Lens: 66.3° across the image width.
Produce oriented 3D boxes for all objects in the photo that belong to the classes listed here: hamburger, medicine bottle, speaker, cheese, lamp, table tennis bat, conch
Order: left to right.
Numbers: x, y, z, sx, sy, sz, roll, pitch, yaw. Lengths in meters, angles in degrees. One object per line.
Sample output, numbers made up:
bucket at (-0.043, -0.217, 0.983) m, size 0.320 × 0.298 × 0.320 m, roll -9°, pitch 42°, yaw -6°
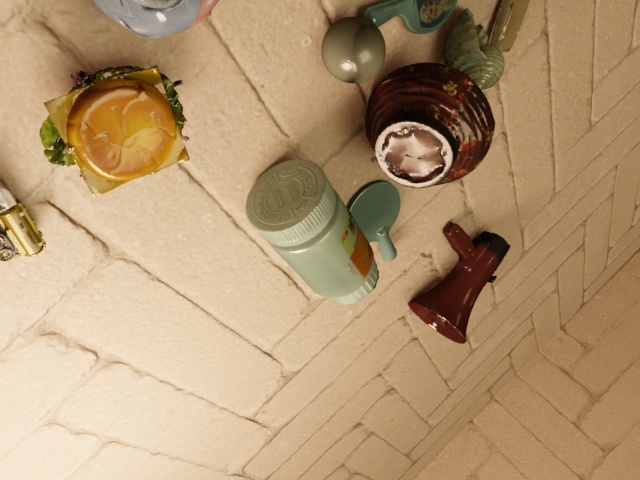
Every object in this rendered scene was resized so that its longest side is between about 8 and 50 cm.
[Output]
hamburger at (-0.268, -0.152, 0.648) m, size 0.190 × 0.093 × 0.164 m, roll -20°, pitch 131°, yaw -30°
medicine bottle at (0.000, 0.000, 0.956) m, size 0.158 × 0.158 × 0.318 m, roll -43°, pitch 140°, yaw -5°
lamp at (0.054, -0.308, 0.797) m, size 0.105 × 0.105 × 0.105 m, roll -23°, pitch 134°, yaw -26°
table tennis bat at (0.135, -0.035, 1.142) m, size 0.153 × 0.040 × 0.244 m, roll -38°, pitch 135°, yaw -10°
table tennis bat at (0.164, -0.425, 0.855) m, size 0.237 × 0.038 × 0.149 m, roll -33°, pitch 138°, yaw -21°
lamp at (0.200, -0.215, 0.916) m, size 0.247 × 0.247 × 0.247 m, roll -23°, pitch 134°, yaw -26°
speaker at (0.388, 0.093, 1.426) m, size 0.259 × 0.198 × 0.329 m, roll 34°, pitch 80°, yaw -11°
conch at (0.289, -0.362, 0.951) m, size 0.102 × 0.153 × 0.135 m, roll -30°, pitch 154°, yaw 19°
cheese at (0.417, -0.573, 0.953) m, size 0.085 × 0.034 × 0.400 m, roll -17°, pitch 132°, yaw -37°

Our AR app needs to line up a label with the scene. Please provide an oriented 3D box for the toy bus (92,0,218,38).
toy bus at (-0.162, -0.377, 0.497) m, size 0.232 × 0.197 × 0.294 m, roll -36°, pitch 138°, yaw -30°

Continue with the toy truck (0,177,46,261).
toy truck at (-0.419, -0.027, 0.649) m, size 0.063 × 0.052 × 0.123 m, roll -31°, pitch 138°, yaw -25°

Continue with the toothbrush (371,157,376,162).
toothbrush at (0.144, -0.167, 1.065) m, size 0.097 × 0.006 × 0.008 m, roll 4°, pitch 120°, yaw -43°
